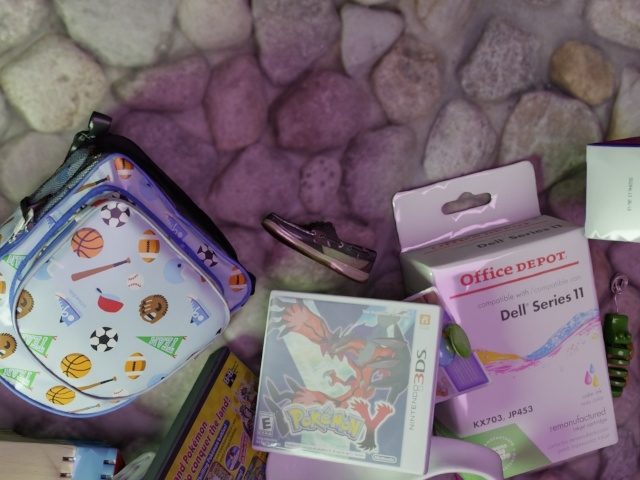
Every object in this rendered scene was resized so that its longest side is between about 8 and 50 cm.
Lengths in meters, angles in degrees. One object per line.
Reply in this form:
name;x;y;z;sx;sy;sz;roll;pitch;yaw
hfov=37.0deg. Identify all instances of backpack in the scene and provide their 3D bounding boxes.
backpack;-0.233;0.056;1.012;0.263;0.213;0.276;-40;110;6

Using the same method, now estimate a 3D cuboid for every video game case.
video game case;-0.079;0.293;1.071;0.035;0.275;0.248;-31;110;34
video game case;0.029;0.153;1.062;0.201;0.023;0.183;4;82;19

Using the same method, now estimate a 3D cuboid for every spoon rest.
spoon rest;0.076;0.258;1.079;0.276;0.137;0.084;1;138;-4

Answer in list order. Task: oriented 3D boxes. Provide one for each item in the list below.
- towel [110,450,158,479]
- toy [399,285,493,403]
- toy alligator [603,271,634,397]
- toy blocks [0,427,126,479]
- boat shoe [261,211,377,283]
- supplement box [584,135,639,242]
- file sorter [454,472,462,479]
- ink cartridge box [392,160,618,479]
towel;-0.219;0.404;1.078;0.209;0.034;0.285;-39;125;-48
toy;0.062;0.159;1.110;0.237;0.056;0.137;-27;103;25
toy alligator;0.388;0.139;1.256;0.056;0.051;0.190;7;97;-16
toy blocks;-0.363;0.356;1.044;0.261;0.190;0.381;13;83;-33
boat shoe;0.000;0.000;1.136;0.152;0.056;0.049;30;86;-27
supplement box;0.412;-0.067;1.144;0.220;0.114;0.111;-11;104;-49
file sorter;0.160;0.414;1.123;0.182;0.290;0.202;-22;104;-13
ink cartridge box;0.224;0.096;1.172;0.207;0.119;0.353;-15;102;-10
